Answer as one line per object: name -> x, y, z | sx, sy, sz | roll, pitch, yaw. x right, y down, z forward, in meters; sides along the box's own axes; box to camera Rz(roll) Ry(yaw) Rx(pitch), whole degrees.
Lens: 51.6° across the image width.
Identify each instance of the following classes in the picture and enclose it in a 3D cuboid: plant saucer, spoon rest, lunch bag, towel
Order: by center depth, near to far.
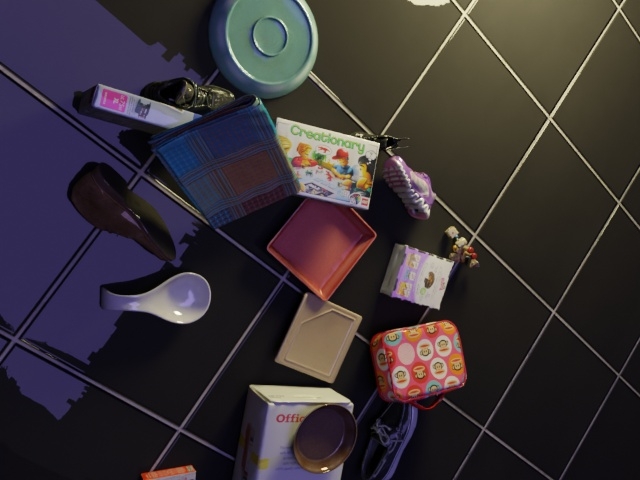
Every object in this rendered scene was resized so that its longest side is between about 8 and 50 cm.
towel -> -0.213, -0.176, 1.609 | 0.272, 0.040, 0.370 | -24, 146, 2
spoon rest -> -0.411, 0.151, 1.690 | 0.276, 0.084, 0.137 | -1, 99, -27
plant saucer -> -0.139, -0.537, 1.748 | 0.318, 0.044, 0.317 | -4, 100, -27
plant saucer -> 0.008, 0.539, 1.820 | 0.199, 0.036, 0.198 | -4, 100, -27
plant saucer -> 0.000, 0.000, 1.907 | 0.258, 0.048, 0.259 | 44, 76, -26
lunch bag -> 0.310, 0.392, 2.051 | 0.293, 0.120, 0.258 | -4, 77, -27

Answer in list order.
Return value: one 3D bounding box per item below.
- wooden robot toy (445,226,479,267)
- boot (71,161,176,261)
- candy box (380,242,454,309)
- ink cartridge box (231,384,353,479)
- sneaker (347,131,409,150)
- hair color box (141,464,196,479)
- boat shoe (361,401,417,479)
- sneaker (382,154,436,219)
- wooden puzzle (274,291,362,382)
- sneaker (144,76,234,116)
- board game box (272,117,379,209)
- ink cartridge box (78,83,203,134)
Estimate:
wooden robot toy -> 0.448, 0.042, 2.144 | 0.079, 0.076, 0.173 | -39, 114, -6
boot -> -0.479, -0.049, 1.632 | 0.115, 0.112, 0.305 | -32, 120, 12
candy box -> 0.303, 0.115, 2.075 | 0.196, 0.070, 0.164 | 18, 89, -29
ink cartridge box -> -0.086, 0.619, 1.896 | 0.279, 0.160, 0.384 | 8, 94, -30
sneaker -> 0.164, -0.287, 1.923 | 0.170, 0.089, 0.051 | 0, 98, -29
hair color box -> -0.413, 0.661, 1.794 | 0.141, 0.043, 0.071 | 0, 98, -27
boat shoe -> 0.206, 0.611, 2.080 | 0.105, 0.113, 0.306 | 17, 99, -44
sneaker -> 0.277, -0.176, 2.008 | 0.104, 0.095, 0.236 | -50, 122, -20
wooden puzzle -> -0.006, 0.287, 1.957 | 0.239, 0.044, 0.220 | 28, 84, -33
sneaker -> -0.307, -0.350, 1.639 | 0.228, 0.130, 0.087 | 4, 98, -31
board game box -> 0.001, -0.206, 1.826 | 0.305, 0.053, 0.192 | 11, 86, -17
ink cartridge box -> -0.395, -0.289, 1.567 | 0.311, 0.186, 0.065 | 15, 88, -30
